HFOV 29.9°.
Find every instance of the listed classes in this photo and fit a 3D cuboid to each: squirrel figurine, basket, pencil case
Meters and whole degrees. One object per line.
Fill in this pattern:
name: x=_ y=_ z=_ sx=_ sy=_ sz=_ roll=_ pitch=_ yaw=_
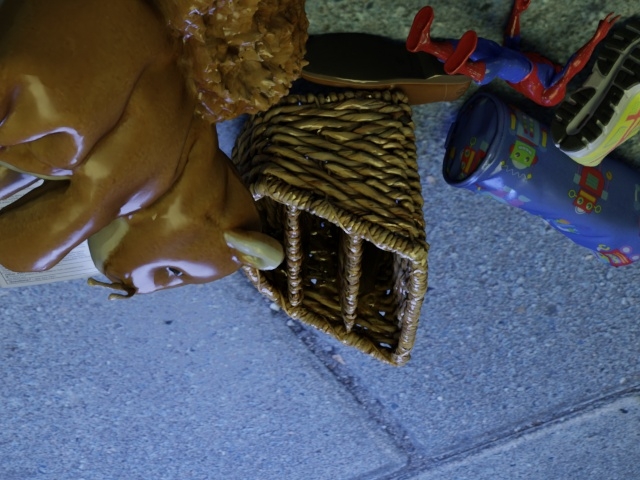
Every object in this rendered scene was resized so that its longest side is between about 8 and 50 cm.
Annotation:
squirrel figurine: x=-0.147 y=-0.125 z=1.082 sx=0.397 sy=0.281 sz=0.370 roll=-45 pitch=129 yaw=1
basket: x=0.000 y=0.000 z=1.372 sx=0.213 sy=0.223 sz=0.299 roll=-3 pitch=152 yaw=-4
pencil case: x=0.284 y=-0.070 z=1.454 sx=0.306 sy=0.133 sz=0.119 roll=24 pitch=85 yaw=-28

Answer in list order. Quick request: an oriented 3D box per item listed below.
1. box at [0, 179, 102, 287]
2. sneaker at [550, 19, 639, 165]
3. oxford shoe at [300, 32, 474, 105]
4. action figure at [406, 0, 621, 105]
box: x=-0.335 y=-0.083 z=1.329 sx=0.148 sy=0.121 sz=0.311 roll=-7 pitch=146 yaw=1
sneaker: x=0.347 y=-0.168 z=1.363 sx=0.208 sy=0.081 sz=0.094 roll=-45 pitch=145 yaw=2
oxford shoe: x=0.070 y=-0.182 z=1.347 sx=0.212 sy=0.076 sz=0.076 roll=4 pitch=144 yaw=-11
action figure: x=0.217 y=-0.221 z=1.281 sx=0.280 sy=0.091 sz=0.139 roll=9 pitch=116 yaw=-56
